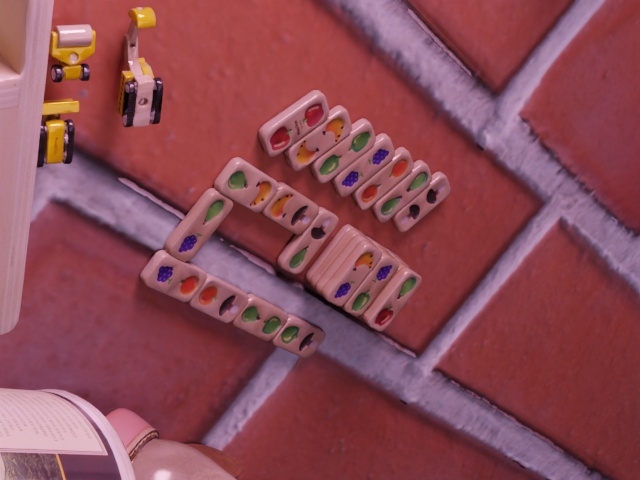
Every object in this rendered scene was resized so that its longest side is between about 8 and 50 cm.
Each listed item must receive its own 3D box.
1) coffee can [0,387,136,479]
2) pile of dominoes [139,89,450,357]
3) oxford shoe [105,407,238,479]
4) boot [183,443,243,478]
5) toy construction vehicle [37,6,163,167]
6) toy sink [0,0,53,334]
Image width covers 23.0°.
[{"bbox_3d":[-0.278,0.185,0.985,0.275,0.201,0.202,11,115,-50],"label":"coffee can"},{"bbox_3d":[0.000,0.000,1.231,0.196,0.040,0.251,-52,144,6],"label":"pile of dominoes"},{"bbox_3d":[-0.180,0.334,1.187,0.397,0.146,0.140,-66,169,5],"label":"oxford shoe"},{"bbox_3d":[-0.127,0.212,1.304,0.118,0.042,0.087,14,119,-49],"label":"boot"},{"bbox_3d":[-0.146,-0.100,1.004,0.085,0.035,0.098,-11,128,-25],"label":"toy construction vehicle"},{"bbox_3d":[-0.241,-0.070,0.831,0.131,0.153,0.234,-15,134,-36],"label":"toy sink"}]
